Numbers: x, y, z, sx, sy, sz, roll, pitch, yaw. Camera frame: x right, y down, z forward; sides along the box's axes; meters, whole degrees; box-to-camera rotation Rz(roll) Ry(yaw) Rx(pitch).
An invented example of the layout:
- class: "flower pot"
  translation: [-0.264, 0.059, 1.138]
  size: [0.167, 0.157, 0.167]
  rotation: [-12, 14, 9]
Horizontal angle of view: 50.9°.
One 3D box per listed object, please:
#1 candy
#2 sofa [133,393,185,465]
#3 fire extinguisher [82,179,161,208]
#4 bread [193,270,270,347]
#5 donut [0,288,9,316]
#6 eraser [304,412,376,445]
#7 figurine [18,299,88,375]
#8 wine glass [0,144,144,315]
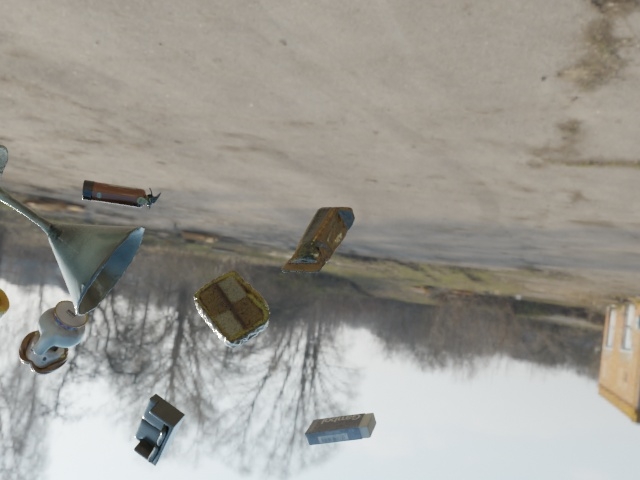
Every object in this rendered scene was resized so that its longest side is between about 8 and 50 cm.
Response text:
- class: "candy"
  translation: [0.000, 0.000, 1.957]
  size: [0.143, 0.271, 0.101]
  rotation: [-2, 131, 41]
- class: "sofa"
  translation: [-0.356, 0.407, 1.433]
  size: [0.085, 0.147, 0.060]
  rotation: [34, -146, 8]
- class: "fire extinguisher"
  translation: [-0.468, -0.109, 1.590]
  size: [0.177, 0.062, 0.050]
  rotation: [8, -140, -12]
- class: "bread"
  translation: [-0.271, 0.210, 2.078]
  size: [0.222, 0.181, 0.096]
  rotation: [48, 160, 14]
- class: "donut"
  translation: [-1.189, 0.222, 2.426]
  size: [0.058, 0.151, 0.152]
  rotation: [-32, 165, 12]
- class: "eraser"
  translation: [0.064, 0.591, 2.111]
  size: [0.213, 0.046, 0.092]
  rotation: [-13, -168, 22]
- class: "figurine"
  translation: [-0.800, 0.298, 2.016]
  size: [0.142, 0.263, 0.189]
  rotation: [43, -152, 2]
- class: "wine glass"
  translation: [-0.659, -0.039, 1.616]
  size: [0.406, 0.267, 0.267]
  rotation: [36, 174, -2]
